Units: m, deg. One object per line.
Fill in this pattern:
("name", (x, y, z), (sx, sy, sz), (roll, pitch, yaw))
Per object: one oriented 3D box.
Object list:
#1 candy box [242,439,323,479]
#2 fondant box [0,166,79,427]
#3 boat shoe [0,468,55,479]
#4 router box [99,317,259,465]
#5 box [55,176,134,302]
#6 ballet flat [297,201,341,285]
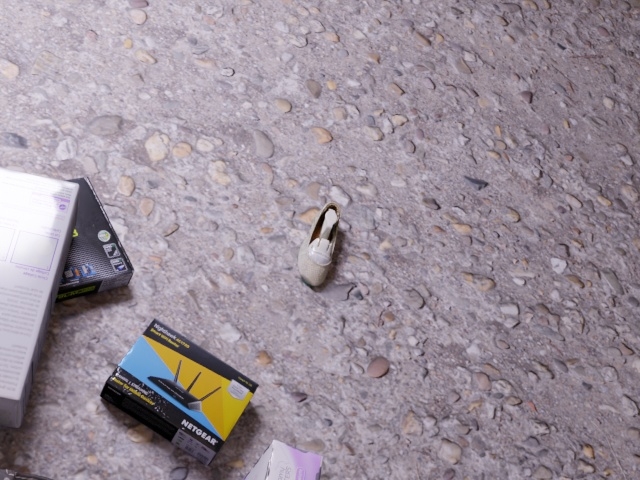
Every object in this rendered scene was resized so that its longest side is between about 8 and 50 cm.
("candy box", (-0.073, 0.363, 1.193), (0.070, 0.196, 0.165), (21, 47, -11))
("fondant box", (-0.466, 0.055, 1.268), (0.238, 0.096, 0.330), (13, 54, -10))
("boat shoe", (-0.437, 0.310, 1.114), (0.335, 0.095, 0.112), (4, 52, -25))
("router box", (-0.194, 0.208, 1.361), (0.179, 0.046, 0.133), (33, 45, 0))
("box", (-0.393, 0.002, 1.424), (0.190, 0.045, 0.184), (-13, 64, -35))
("ballet flat", (0.000, 0.000, 1.629), (0.057, 0.052, 0.168), (22, 47, -11))
